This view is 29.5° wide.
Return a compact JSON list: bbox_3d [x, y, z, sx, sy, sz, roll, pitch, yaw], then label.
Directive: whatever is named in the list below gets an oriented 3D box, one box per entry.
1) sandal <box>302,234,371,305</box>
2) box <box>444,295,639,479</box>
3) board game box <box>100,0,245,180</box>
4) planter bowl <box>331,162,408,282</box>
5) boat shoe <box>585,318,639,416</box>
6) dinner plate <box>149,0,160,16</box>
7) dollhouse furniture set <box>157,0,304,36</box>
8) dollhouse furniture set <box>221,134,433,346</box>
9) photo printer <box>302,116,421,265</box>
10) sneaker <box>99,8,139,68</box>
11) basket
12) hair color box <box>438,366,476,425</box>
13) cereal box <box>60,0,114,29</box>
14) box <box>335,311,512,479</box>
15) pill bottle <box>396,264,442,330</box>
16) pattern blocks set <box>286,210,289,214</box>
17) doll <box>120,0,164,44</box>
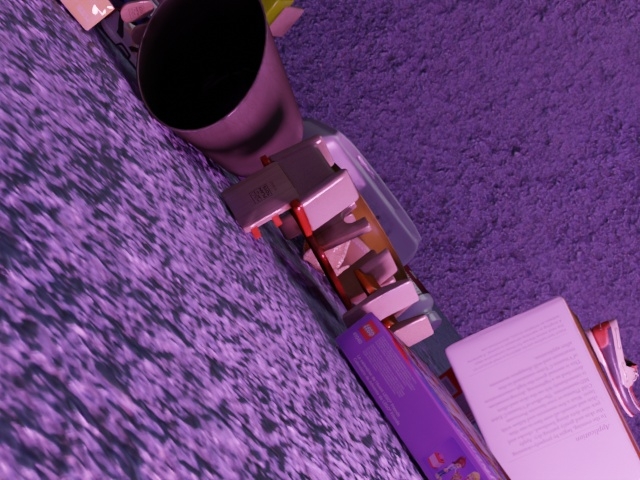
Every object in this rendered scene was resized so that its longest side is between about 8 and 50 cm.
[{"bbox_3d":[-0.004,0.004,1.672,0.079,0.088,0.240,-15,68,-48],"label":"sandal"},{"bbox_3d":[0.318,0.270,1.567,0.345,0.168,0.215,68,11,15],"label":"box"},{"bbox_3d":[-0.184,-0.213,1.685,0.347,0.056,0.208,49,10,-24],"label":"board game box"},{"bbox_3d":[0.034,-0.004,1.781,0.217,0.090,0.217,57,-4,7],"label":"planter bowl"},{"bbox_3d":[0.398,0.170,1.612,0.137,0.043,0.049,64,9,-7],"label":"boat shoe"},{"bbox_3d":[-0.238,-0.330,1.688,0.141,0.017,0.141,52,4,-5],"label":"dinner plate"},{"bbox_3d":[-0.193,-0.428,2.032,0.301,0.197,0.151,46,19,12],"label":"dollhouse furniture set"},{"bbox_3d":[-0.007,0.003,1.472,0.262,0.135,0.259,56,-4,40],"label":"dollhouse furniture set"},{"bbox_3d":[0.035,-0.086,2.059,0.256,0.107,0.307,52,-2,-16],"label":"photo printer"},{"bbox_3d":[-0.227,-0.243,1.524,0.109,0.044,0.040,51,3,-25],"label":"sneaker"},{"bbox_3d":[-0.109,-0.176,1.473,0.227,0.154,0.204,57,39,-65],"label":"basket"},{"bbox_3d":[0.191,0.228,1.713,0.043,0.072,0.141,55,5,30],"label":"hair color box"},{"bbox_3d":[-0.325,-0.357,1.420,0.173,0.047,0.240,50,5,-32],"label":"cereal box"},{"bbox_3d":[0.144,0.231,1.359,0.293,0.057,0.201,55,6,34],"label":"box"},{"bbox_3d":[0.139,0.097,2.090,0.152,0.086,0.086,54,6,20],"label":"pill bottle"},{"bbox_3d":[-0.003,-0.017,1.983,0.325,0.026,0.285,52,5,-1],"label":"pattern blocks set"},{"bbox_3d":[-0.242,-0.325,1.468,0.129,0.046,0.189,70,-6,-53],"label":"doll"}]
